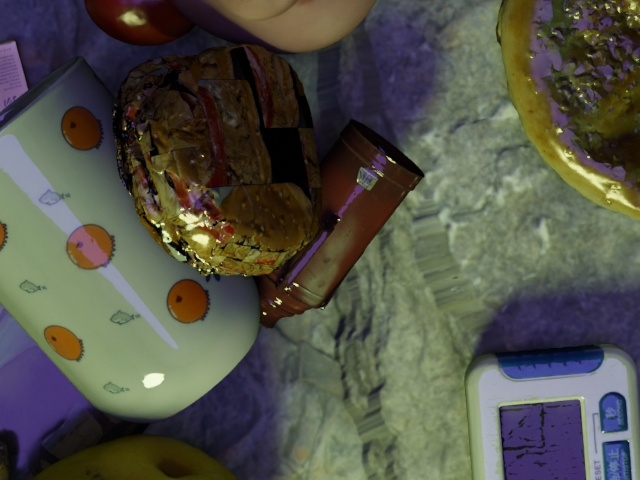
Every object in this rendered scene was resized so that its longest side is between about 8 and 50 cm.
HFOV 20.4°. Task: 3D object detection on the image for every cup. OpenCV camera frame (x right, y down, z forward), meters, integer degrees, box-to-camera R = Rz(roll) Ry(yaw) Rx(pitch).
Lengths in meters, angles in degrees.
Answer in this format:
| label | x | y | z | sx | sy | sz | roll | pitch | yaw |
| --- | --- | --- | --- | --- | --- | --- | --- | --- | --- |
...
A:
| label | x | y | z | sx | sy | sz | roll | pitch | yaw |
| --- | --- | --- | --- | --- | --- | --- | --- | --- | --- |
| cup | -0.214 | 0.012 | 1.710 | 0.212 | 0.212 | 0.317 | -38 | 103 | 1 |

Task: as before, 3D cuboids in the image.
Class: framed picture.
| label | x | y | z | sx | sy | sz | roll | pitch | yaw |
| --- | --- | --- | --- | --- | --- | --- | --- | --- | --- |
| framed picture | -0.354 | 0.137 | 1.823 | 0.347 | 0.016 | 0.265 | 40 | 93 | -6 |

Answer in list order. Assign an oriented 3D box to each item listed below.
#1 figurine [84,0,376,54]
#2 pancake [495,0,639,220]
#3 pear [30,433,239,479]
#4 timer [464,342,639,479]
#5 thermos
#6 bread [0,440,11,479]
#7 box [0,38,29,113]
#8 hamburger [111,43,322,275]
| label | x | y | z | sx | sy | sz | roll | pitch | yaw |
| --- | --- | --- | --- | --- | --- | --- | --- | --- | --- |
| figurine | -0.046 | -0.289 | 1.711 | 0.211 | 0.261 | 0.270 | 29 | 75 | -44 |
| pancake | 0.372 | -0.199 | 1.799 | 0.387 | 0.082 | 0.387 | 0 | 92 | -4 |
| pear | -0.187 | 0.356 | 1.734 | 0.285 | 0.285 | 0.336 | -2 | 111 | -3 |
| timer | 0.243 | 0.236 | 1.839 | 0.178 | 0.078 | 0.253 | -4 | 95 | -1 |
| thermos | -0.003 | -0.002 | 1.779 | 0.099 | 0.124 | 0.232 | 38 | 100 | -4 |
| bread | -0.371 | 0.234 | 1.788 | 0.113 | 0.060 | 0.082 | 7 | 120 | -28 |
| box | -0.323 | -0.123 | 1.795 | 0.073 | 0.020 | 0.149 | -16 | 97 | -3 |
| hamburger | -0.091 | -0.076 | 1.650 | 0.107 | 0.231 | 0.231 | -17 | 98 | 36 |
